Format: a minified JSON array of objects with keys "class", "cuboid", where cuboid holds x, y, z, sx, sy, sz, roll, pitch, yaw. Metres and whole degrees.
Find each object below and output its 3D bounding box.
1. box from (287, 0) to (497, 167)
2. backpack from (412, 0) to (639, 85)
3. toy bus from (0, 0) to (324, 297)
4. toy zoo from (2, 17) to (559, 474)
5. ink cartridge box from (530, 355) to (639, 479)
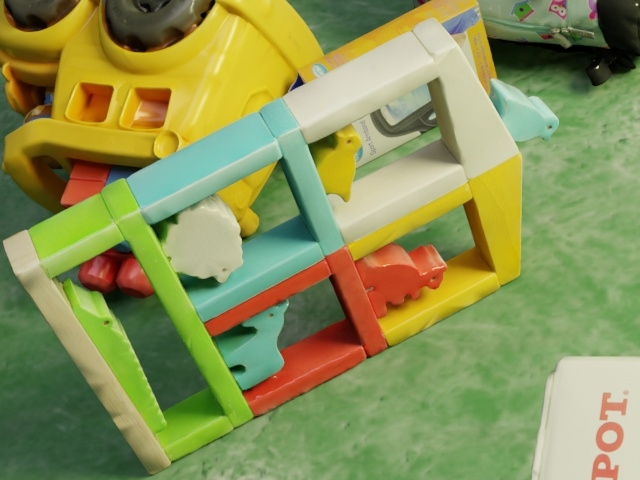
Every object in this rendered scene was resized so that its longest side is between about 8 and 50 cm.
[{"class":"box","cuboid":[0.045,-0.098,0.957,0.136,0.081,0.028,-30,47,-6]},{"class":"backpack","cuboid":[0.142,-0.196,0.981,0.182,0.115,0.152,12,53,23]},{"class":"toy bus","cuboid":[-0.132,-0.071,0.974,0.220,0.149,0.211,9,70,30]},{"class":"toy zoo","cuboid":[0.000,0.000,0.810,0.293,0.192,0.030,-27,47,-5]},{"class":"ink cartridge box","cuboid":[0.226,0.158,0.614,0.273,0.114,0.197,0,58,24]}]
